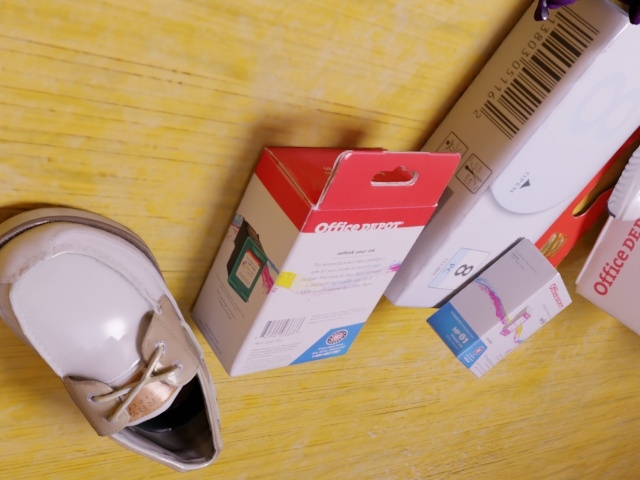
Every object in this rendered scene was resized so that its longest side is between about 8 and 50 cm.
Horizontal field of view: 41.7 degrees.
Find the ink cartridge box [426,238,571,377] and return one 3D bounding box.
[{"bbox_3d":[0.173,0.066,0.802,0.122,0.052,0.088,-41,149,4],"label":"ink cartridge box"}]

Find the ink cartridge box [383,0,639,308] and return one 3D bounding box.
[{"bbox_3d":[0.252,-0.060,0.841,0.385,0.091,0.308,9,125,-46],"label":"ink cartridge box"}]

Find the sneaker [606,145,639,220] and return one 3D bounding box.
[{"bbox_3d":[0.406,-0.065,0.837,0.235,0.153,0.094,-35,154,-30],"label":"sneaker"}]

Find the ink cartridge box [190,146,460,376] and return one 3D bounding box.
[{"bbox_3d":[0.000,0.000,0.689,0.134,0.078,0.231,-4,134,-41],"label":"ink cartridge box"}]

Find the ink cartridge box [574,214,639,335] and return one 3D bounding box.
[{"bbox_3d":[0.483,0.047,0.964,0.129,0.307,0.223,-37,153,-32],"label":"ink cartridge box"}]

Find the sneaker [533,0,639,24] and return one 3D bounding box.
[{"bbox_3d":[0.260,-0.205,0.600,0.224,0.083,0.098,-1,102,3],"label":"sneaker"}]

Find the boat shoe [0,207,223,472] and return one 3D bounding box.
[{"bbox_3d":[-0.142,0.086,0.638,0.113,0.103,0.302,-35,146,-5],"label":"boat shoe"}]
